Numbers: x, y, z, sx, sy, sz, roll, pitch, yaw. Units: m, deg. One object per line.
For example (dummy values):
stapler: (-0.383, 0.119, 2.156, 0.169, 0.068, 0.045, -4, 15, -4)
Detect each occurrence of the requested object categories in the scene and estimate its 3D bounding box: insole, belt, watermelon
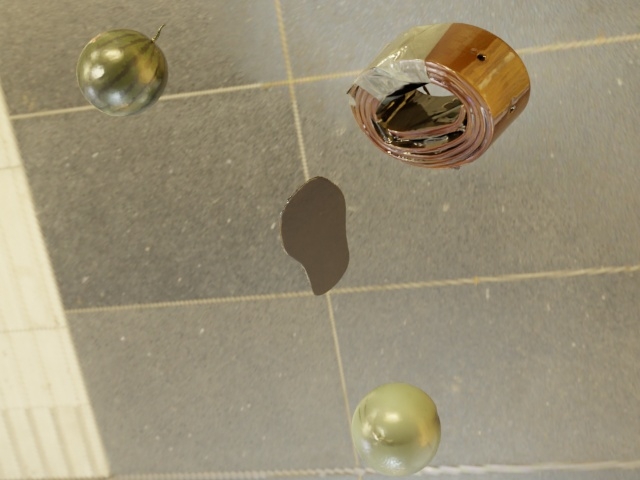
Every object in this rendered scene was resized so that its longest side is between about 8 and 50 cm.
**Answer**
insole: (0.000, 0.000, 1.258, 0.111, 0.328, 0.007, -43, 67, -11)
belt: (0.147, -0.186, 1.192, 0.105, 0.261, 0.184, -48, 114, -21)
watermelon: (-0.231, -0.213, 1.113, 0.133, 0.105, 0.105, -42, 99, 9)

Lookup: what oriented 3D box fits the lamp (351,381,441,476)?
lamp: (0.087, 0.214, 1.039, 0.105, 0.105, 0.105, 4, 112, 9)
